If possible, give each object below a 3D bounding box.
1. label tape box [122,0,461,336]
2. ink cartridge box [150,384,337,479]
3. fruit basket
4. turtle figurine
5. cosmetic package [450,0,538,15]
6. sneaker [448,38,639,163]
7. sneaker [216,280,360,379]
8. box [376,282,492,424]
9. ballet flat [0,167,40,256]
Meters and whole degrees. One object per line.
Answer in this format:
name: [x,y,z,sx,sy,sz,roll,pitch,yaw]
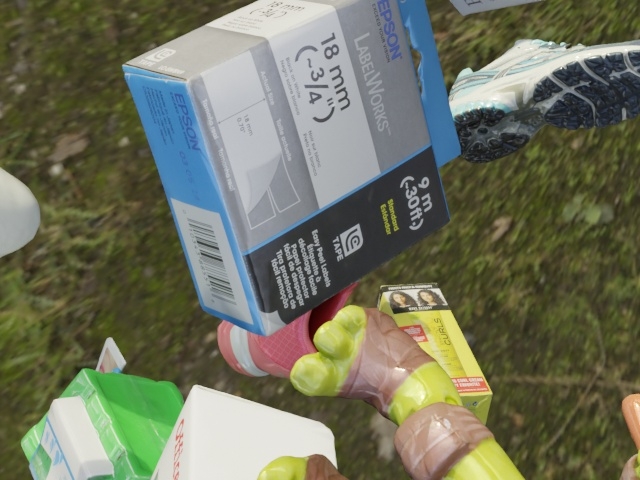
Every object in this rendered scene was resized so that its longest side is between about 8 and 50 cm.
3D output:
label tape box: [0.018,-0.105,1.240,0.106,0.334,0.240,17,131,50]
ink cartridge box: [-0.094,0.288,1.068,0.122,0.211,0.289,19,112,-14]
fruit basket: [-0.231,0.319,1.375,0.165,0.327,0.353,20,108,-34]
turtle figurine: [0.079,0.111,0.499,0.217,0.087,0.269,35,129,33]
cosmetic package: [0.228,-0.318,1.068,0.385,0.156,0.217,-6,142,43]
sneaker: [0.265,-0.193,1.614,0.283,0.122,0.110,-15,137,28]
sneaker: [-0.006,-0.006,1.412,0.136,0.116,0.313,14,99,39]
box: [0.143,0.147,1.819,0.087,0.232,0.058,-2,126,-14]
ballet flat: [-0.369,-0.047,0.996,0.139,0.400,0.139,2,93,53]
